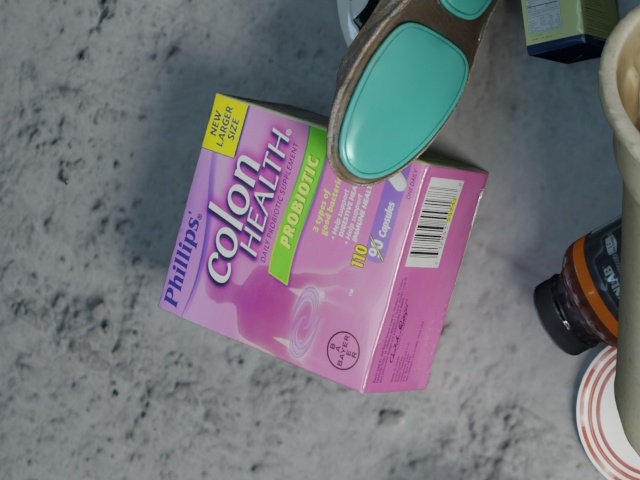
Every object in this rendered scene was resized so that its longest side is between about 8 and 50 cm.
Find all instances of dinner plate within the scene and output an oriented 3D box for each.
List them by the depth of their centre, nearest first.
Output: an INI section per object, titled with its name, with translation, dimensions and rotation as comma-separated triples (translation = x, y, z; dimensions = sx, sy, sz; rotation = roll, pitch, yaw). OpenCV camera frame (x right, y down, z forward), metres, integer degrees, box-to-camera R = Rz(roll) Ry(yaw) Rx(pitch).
[dinner plate]
translation = 0.285, 0.148, 1.656
dimensions = 0.141, 0.017, 0.141
rotation = -1, 87, 32

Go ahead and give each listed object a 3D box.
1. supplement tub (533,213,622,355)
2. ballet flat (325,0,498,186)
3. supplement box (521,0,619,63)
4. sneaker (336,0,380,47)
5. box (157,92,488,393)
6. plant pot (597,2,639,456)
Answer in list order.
[supplement tub]
translation = 0.276, 0.023, 1.615
dimensions = 0.198, 0.106, 0.106
rotation = -33, 71, 28
[ballet flat]
translation = 0.089, -0.186, 1.691
dimensions = 0.316, 0.107, 0.106
rotation = -57, 26, -7
[supplement box]
translation = 0.216, -0.202, 1.674
dimensions = 0.056, 0.083, 0.083
rotation = -9, 84, 31
[sneaker]
translation = 0.078, -0.246, 1.768
dimensions = 0.121, 0.079, 0.216
rotation = -18, 78, 30
[box]
translation = 0.000, 0.000, 1.786
dimensions = 0.243, 0.117, 0.213
rotation = 21, 100, 32
[plant pot]
translation = 0.342, 0.023, 1.382
dimensions = 0.334, 0.334, 0.305
rotation = 32, 136, 30
